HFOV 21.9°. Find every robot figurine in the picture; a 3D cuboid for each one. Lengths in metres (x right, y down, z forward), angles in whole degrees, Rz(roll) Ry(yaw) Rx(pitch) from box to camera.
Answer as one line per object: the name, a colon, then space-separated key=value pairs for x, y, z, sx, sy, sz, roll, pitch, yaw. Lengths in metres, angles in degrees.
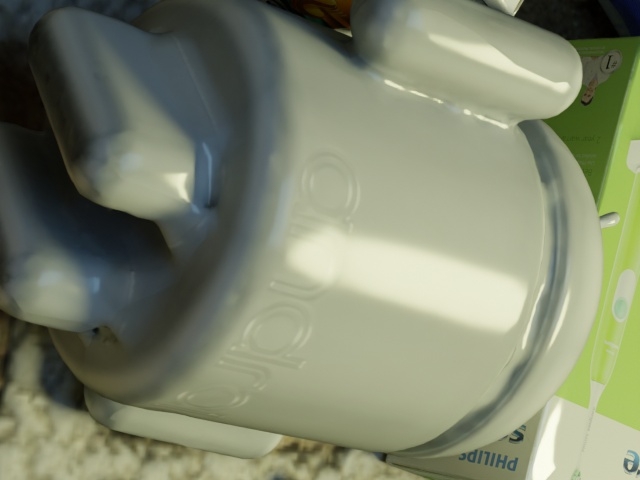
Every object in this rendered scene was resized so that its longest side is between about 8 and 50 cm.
robot figurine: x=0.000 y=0.000 z=0.829 sx=0.353 sy=0.300 sz=0.200 roll=15 pitch=38 yaw=-37

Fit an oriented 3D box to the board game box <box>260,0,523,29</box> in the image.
board game box: x=-0.049 y=-0.216 z=0.783 sx=0.305 sy=0.193 sz=0.053 roll=44 pitch=64 yaw=-34

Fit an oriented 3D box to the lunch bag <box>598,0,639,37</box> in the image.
lunch bag: x=0.273 y=-0.219 z=1.122 sx=0.303 sy=0.115 sz=0.243 roll=51 pitch=60 yaw=-28

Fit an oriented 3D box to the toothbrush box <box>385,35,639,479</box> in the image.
toothbrush box: x=0.184 y=0.039 z=1.056 sx=0.206 sy=0.122 sz=0.283 roll=24 pitch=76 yaw=-40
